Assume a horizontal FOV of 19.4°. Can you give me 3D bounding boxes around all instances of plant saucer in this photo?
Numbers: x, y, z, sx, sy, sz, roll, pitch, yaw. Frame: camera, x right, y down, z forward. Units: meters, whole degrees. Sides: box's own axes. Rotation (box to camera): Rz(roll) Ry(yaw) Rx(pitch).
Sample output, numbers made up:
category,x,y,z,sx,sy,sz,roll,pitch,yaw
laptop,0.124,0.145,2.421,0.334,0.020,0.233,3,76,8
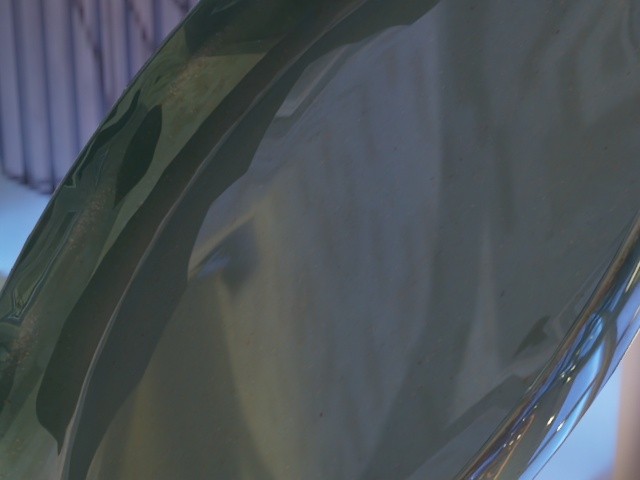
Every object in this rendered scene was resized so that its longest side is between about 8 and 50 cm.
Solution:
category,x,y,z,sx,sy,sz,roll,pitch,yaw
plant saucer,0.000,0.000,0.549,0.044,0.317,0.317,36,-170,-27
